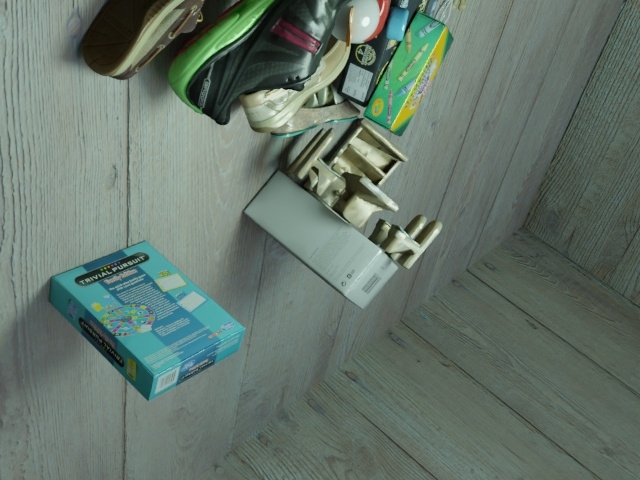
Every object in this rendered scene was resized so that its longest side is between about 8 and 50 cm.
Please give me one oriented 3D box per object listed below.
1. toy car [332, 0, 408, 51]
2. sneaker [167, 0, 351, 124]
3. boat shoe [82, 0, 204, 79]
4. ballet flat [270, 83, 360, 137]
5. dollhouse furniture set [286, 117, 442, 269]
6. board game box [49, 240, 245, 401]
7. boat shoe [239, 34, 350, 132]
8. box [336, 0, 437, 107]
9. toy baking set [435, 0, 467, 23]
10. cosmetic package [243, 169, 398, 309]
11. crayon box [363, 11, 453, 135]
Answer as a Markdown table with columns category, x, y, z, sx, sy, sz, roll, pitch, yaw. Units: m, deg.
| category | x | y | z | sx | sy | sz | roll | pitch | yaw |
| --- | --- | --- | --- | --- | --- | --- | --- | --- | --- |
| toy car | 0.067 | -0.464 | 1.774 | 0.210 | 0.219 | 0.237 | 98 | 5 | -49 |
| sneaker | -0.061 | -0.398 | 1.646 | 0.483 | 0.185 | 0.202 | -33 | 114 | 9 |
| boat shoe | -0.267 | -0.416 | 1.496 | 0.342 | 0.123 | 0.123 | -51 | 163 | 7 |
| ballet flat | -0.008 | -0.327 | 2.091 | 0.316 | 0.108 | 0.106 | -24 | 116 | -49 |
| dollhouse furniture set | 0.126 | -0.163 | 2.212 | 0.256 | 0.362 | 0.394 | -51 | -167 | 0 |
| board game box | -0.369 | 0.160 | 1.829 | 0.254 | 0.336 | 0.079 | -25 | 144 | -45 |
| boat shoe | -0.051 | -0.383 | 1.904 | 0.341 | 0.122 | 0.110 | -52 | 136 | -29 |
| box | 0.188 | -0.552 | 2.053 | 0.318 | 0.097 | 0.394 | -48 | 161 | -49 |
| toy baking set | 0.379 | -0.688 | 2.347 | 0.256 | 0.030 | 0.196 | -36 | 151 | -32 |
| cosmetic package | 0.000 | 0.000 | 2.221 | 0.155 | 0.366 | 0.197 | -50 | 158 | 0 |
| crayon box | 0.216 | -0.399 | 2.086 | 0.278 | 0.081 | 0.165 | -62 | 167 | 9 |
